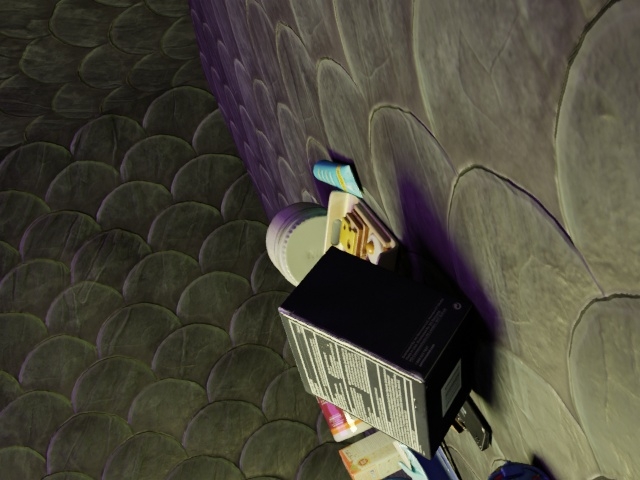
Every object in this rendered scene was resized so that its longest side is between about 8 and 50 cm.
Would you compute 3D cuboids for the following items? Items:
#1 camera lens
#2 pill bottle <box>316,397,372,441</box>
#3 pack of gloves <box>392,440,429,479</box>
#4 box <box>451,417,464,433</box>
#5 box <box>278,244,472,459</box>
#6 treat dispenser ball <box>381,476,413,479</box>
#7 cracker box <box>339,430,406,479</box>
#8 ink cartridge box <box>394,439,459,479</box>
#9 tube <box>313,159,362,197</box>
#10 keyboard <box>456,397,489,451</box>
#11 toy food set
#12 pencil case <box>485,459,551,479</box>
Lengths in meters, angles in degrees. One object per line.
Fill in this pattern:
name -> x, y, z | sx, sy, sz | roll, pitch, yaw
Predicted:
camera lens -> -0.023, 0.015, 1.850 | 0.274, 0.219, 0.219 | -146, 34, -75
pill bottle -> 0.075, 0.502, 2.494 | 0.224, 0.224, 0.392 | 97, 149, -73
pack of gloves -> 0.258, 0.657, 1.876 | 0.232, 0.046, 0.195 | 59, 167, 14
box -> 0.246, 0.356, 1.565 | 0.164, 0.021, 0.201 | 50, 173, 3
box -> 0.111, 0.203, 1.268 | 0.294, 0.183, 0.296 | 22, 146, 27
treat dispenser ball -> 0.257, 0.930, 2.264 | 0.288, 0.288, 0.288 | 157, 90, -81
cracker box -> 0.193, 0.691, 2.225 | 0.156, 0.232, 0.067 | -140, 27, -72
ink cartridge box -> 0.282, 0.600, 1.919 | 0.324, 0.071, 0.330 | 61, 172, 5
tube -> 0.044, -0.152, 1.617 | 0.080, 0.052, 0.207 | 60, 168, -22
keyboard -> 0.295, 0.344, 1.420 | 0.108, 0.023, 0.180 | 85, 162, -46
toy food set -> 0.072, 0.048, 1.544 | 0.306, 0.092, 0.220 | -124, 34, -54
pencil case -> 0.330, 0.479, 1.227 | 0.306, 0.119, 0.133 | 83, 173, -61
